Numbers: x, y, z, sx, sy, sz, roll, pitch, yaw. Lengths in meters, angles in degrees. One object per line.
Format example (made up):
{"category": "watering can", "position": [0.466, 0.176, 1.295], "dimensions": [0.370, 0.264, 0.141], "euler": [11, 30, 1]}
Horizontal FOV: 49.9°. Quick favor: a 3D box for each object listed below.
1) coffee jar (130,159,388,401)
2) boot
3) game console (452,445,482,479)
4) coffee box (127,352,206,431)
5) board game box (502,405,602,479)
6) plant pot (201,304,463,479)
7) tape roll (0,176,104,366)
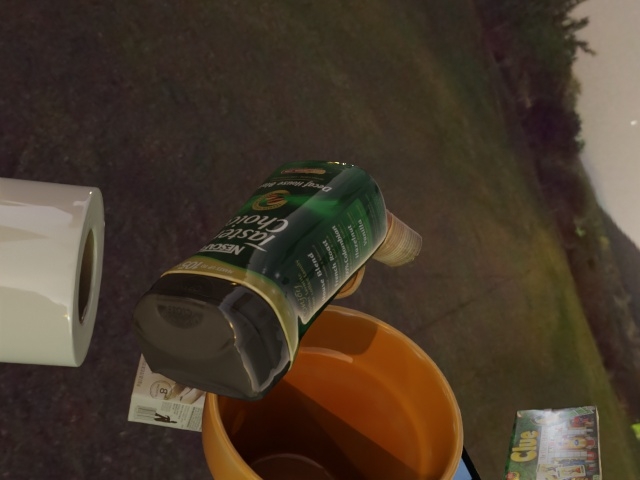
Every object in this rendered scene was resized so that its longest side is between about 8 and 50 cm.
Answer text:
{"category": "coffee jar", "position": [-0.033, 0.020, 0.451], "dimensions": [0.184, 0.096, 0.079], "euler": [-50, 136, -45]}
{"category": "boot", "position": [0.000, 0.000, 1.149], "dimensions": [0.220, 0.283, 0.108], "euler": [28, 62, -27]}
{"category": "game console", "position": [0.276, 0.514, 1.346], "dimensions": [0.213, 0.044, 0.361], "euler": [-22, 82, -42]}
{"category": "coffee box", "position": [-0.162, 0.237, 1.185], "dimensions": [0.298, 0.118, 0.168], "euler": [12, 52, -11]}
{"category": "board game box", "position": [0.362, 0.325, 1.065], "dimensions": [0.260, 0.136, 0.030], "euler": [-31, 107, -67]}
{"category": "plant pot", "position": [-0.007, 0.192, 0.595], "dimensions": [0.205, 0.205, 0.187], "euler": [-82, -172, -51]}
{"category": "tape roll", "position": [-0.392, 0.041, 0.913], "dimensions": [0.246, 0.169, 0.245], "euler": [-175, -90, -79]}
